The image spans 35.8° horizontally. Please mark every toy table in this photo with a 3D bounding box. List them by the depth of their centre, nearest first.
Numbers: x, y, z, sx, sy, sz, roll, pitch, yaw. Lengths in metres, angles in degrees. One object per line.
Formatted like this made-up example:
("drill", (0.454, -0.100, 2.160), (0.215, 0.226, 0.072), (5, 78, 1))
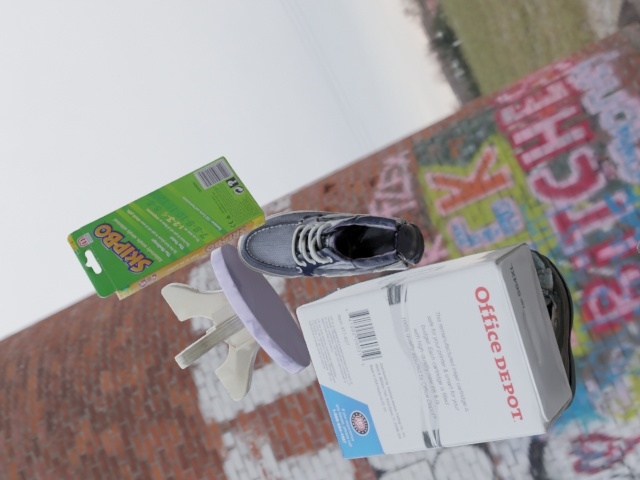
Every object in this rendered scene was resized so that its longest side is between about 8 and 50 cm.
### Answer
("toy table", (-0.163, 0.160, 1.849), (0.274, 0.160, 0.252), (59, -165, 9))

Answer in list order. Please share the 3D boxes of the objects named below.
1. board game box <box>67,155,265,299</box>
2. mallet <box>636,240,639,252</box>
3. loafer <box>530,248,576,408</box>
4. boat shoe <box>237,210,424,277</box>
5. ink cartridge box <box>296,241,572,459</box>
("board game box", (-0.221, -0.016, 1.419), (0.124, 0.259, 0.039), (54, 161, 27))
("mallet", (0.394, 0.066, 1.033), (0.189, 0.062, 0.039), (29, 172, -18))
("loafer", (0.312, 0.115, 1.429), (0.084, 0.096, 0.268), (41, -144, -43))
("boat shoe", (0.000, 0.000, 1.718), (0.158, 0.340, 0.127), (17, -110, -74))
("ink cartridge box", (0.100, 0.099, 0.873), (0.086, 0.203, 0.148), (-22, -84, -58))
